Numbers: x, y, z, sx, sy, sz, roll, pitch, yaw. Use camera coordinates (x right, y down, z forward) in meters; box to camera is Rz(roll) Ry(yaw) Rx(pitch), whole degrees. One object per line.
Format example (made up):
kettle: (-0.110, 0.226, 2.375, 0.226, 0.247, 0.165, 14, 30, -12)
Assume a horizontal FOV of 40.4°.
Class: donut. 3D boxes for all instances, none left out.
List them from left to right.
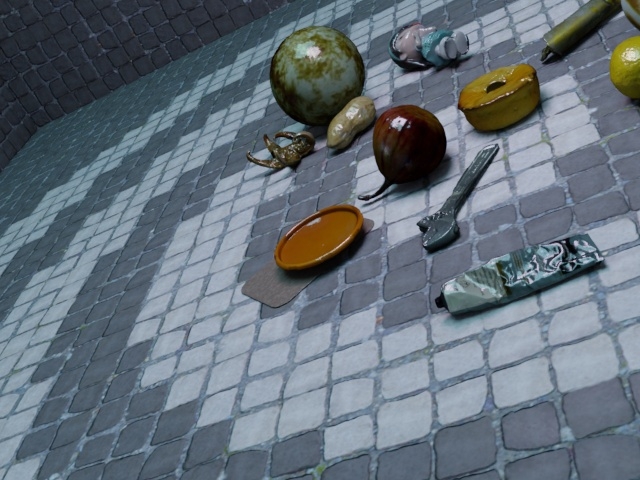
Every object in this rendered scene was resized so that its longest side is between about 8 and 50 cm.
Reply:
donut: (0.366, -0.288, 1.772, 0.174, 0.074, 0.190, -29, 22, 7)

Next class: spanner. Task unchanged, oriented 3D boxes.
spanner: (0.256, -0.087, 1.582, 0.093, 0.026, 0.325, -5, 35, 41)

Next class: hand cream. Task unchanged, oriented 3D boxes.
hand cream: (0.288, 0.055, 1.284, 0.248, 0.052, 0.075, -19, 50, 10)

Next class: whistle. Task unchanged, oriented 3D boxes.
whistle: (0.597, -0.497, 1.918, 0.326, 0.057, 0.068, -40, -17, -18)

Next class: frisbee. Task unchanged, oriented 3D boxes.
frisbee: (0.000, 0.000, 1.676, 0.192, 0.035, 0.192, -25, 27, 14)

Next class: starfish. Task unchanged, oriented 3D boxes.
starfish: (-0.103, -0.223, 2.149, 0.146, 0.074, 0.190, -39, 27, -19)

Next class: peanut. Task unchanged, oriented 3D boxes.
peanut: (0.074, -0.280, 2.067, 0.080, 0.080, 0.174, 4, 46, 50)

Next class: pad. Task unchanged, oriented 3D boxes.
pad: (-0.027, 0.032, 1.695, 0.266, 0.002, 0.176, -41, 27, -20)

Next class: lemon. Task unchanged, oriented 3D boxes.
lemon: (0.568, -0.306, 1.545, 0.109, 0.109, 0.133, -23, 35, 15)

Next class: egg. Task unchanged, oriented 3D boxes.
egg: (-0.010, -0.403, 2.172, 0.238, 0.238, 0.289, -38, -7, -14)

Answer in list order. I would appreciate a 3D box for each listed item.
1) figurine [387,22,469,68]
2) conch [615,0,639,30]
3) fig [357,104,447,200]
figurine: (0.276, -0.495, 2.205, 0.138, 0.110, 0.245, -31, 27, -23)
conch: (0.674, -0.445, 1.595, 0.249, 0.197, 0.368, -58, 25, -8)
fig: (0.171, -0.174, 1.712, 0.149, 0.148, 0.202, 136, 145, -79)
